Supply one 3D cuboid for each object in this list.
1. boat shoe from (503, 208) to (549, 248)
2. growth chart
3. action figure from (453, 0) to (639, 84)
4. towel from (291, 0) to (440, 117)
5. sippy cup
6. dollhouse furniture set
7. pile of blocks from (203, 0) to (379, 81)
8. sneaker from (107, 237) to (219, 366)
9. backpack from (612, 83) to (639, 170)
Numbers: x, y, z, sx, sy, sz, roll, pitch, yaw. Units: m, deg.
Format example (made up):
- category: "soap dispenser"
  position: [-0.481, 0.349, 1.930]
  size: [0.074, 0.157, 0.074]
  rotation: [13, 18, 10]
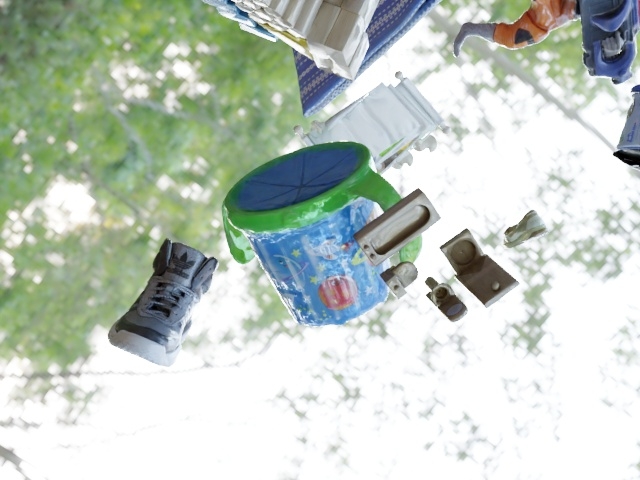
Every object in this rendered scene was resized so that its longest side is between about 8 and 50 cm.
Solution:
- category: "boat shoe"
  position: [0.359, -0.020, 2.448]
  size: [0.056, 0.048, 0.153]
  rotation: [-21, 175, -11]
- category: "growth chart"
  position: [0.095, -0.188, 2.424]
  size: [0.237, 0.172, 0.021]
  rotation: [-30, -157, 12]
- category: "action figure"
  position: [0.358, -0.397, 1.988]
  size: [0.330, 0.341, 0.179]
  rotation: [-3, -136, 2]
- category: "towel"
  position: [0.039, -0.327, 1.651]
  size: [0.243, 0.040, 0.336]
  rotation: [-41, -144, 26]
- category: "sippy cup"
  position: [0.000, 0.000, 2.073]
  size: [0.240, 0.224, 0.305]
  rotation: [-25, -156, -10]
- category: "dollhouse furniture set"
  position: [0.155, 0.027, 1.865]
  size: [0.144, 0.151, 0.123]
  rotation: [-36, -157, -1]
- category: "pile of blocks"
  position: [-0.079, -0.286, 1.297]
  size: [0.149, 0.362, 0.113]
  rotation: [14, -104, 49]
- category: "sneaker"
  position: [-0.217, 0.080, 1.927]
  size: [0.268, 0.101, 0.153]
  rotation: [-74, -174, -83]
- category: "backpack"
  position: [0.552, -0.154, 1.924]
  size: [0.263, 0.276, 0.213]
  rotation: [5, -103, 57]
